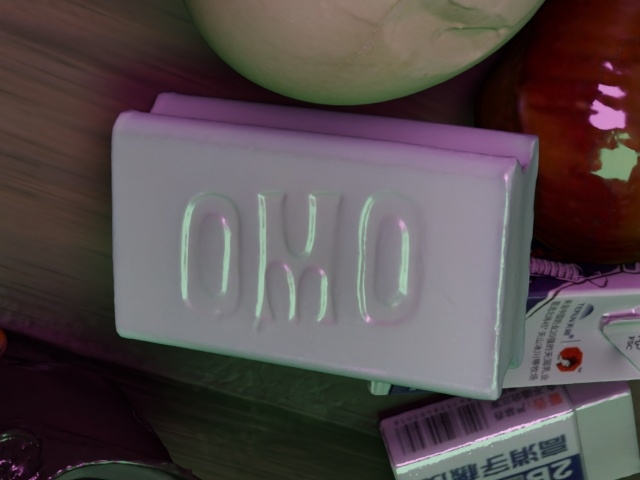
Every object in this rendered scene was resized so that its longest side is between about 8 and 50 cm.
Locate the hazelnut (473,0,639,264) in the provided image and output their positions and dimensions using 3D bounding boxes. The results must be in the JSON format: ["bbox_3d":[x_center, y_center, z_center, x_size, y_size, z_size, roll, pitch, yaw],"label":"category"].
[{"bbox_3d":[0.190,-0.074,1.048,0.161,0.170,0.201,-34,146,-7],"label":"hazelnut"}]

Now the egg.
[{"bbox_3d":[0.033,-0.193,0.852,0.219,0.219,0.269,22,137,-30],"label":"egg"}]

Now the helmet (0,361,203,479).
[{"bbox_3d":[-0.230,0.185,1.165,0.305,0.177,0.225,-21,142,-3],"label":"helmet"}]

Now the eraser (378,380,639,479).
[{"bbox_3d":[0.165,0.178,1.335,0.210,0.068,0.124,-17,133,1],"label":"eraser"}]

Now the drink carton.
[{"bbox_3d":[0.135,0.030,1.143,0.222,0.134,0.101,-2,130,-13],"label":"drink carton"}]

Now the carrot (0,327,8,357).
[{"bbox_3d":[-0.265,0.057,1.140,0.032,0.032,0.093,-27,130,11],"label":"carrot"}]

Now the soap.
[{"bbox_3d":[0.000,0.000,0.999,0.266,0.087,0.159,9,110,19],"label":"soap"}]
